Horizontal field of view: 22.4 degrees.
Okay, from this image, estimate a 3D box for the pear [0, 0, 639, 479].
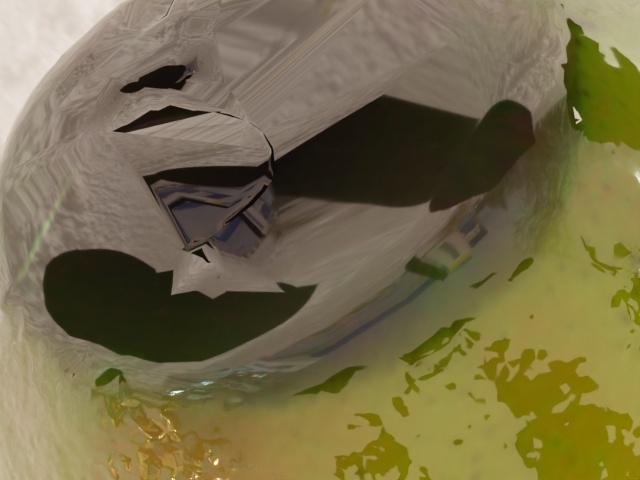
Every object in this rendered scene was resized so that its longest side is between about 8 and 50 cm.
[{"bbox_3d":[-0.002,0.001,0.633,0.399,0.399,0.165,-43,135,-4],"label":"pear"}]
